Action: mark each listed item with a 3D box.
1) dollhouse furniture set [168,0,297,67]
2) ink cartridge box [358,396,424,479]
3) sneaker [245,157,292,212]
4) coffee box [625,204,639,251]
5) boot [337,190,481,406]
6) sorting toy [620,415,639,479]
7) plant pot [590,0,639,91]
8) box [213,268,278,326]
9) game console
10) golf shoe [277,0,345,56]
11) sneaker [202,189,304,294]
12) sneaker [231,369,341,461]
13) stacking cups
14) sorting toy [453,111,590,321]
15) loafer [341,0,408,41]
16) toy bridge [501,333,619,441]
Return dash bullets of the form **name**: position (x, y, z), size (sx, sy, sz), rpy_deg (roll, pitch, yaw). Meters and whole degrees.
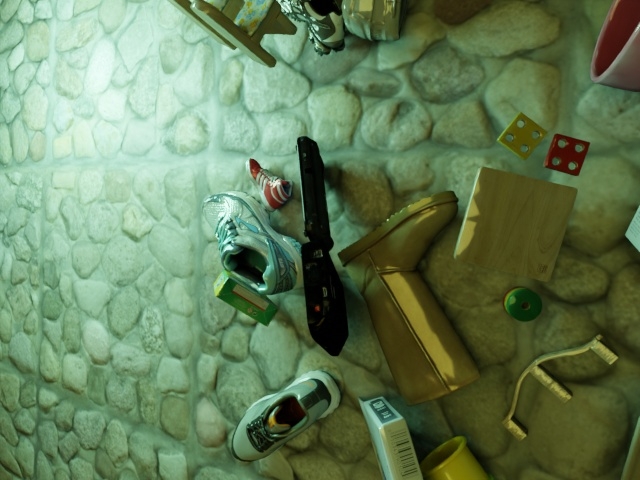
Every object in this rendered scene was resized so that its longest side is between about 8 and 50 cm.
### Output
- **dollhouse furniture set**: position (-0.161, -0.550, 0.680), size (0.394, 0.257, 0.361), rpy_deg (40, 100, 39)
- **ink cartridge box**: position (0.117, 0.353, 0.639), size (0.045, 0.208, 0.206), rpy_deg (-16, 82, -6)
- **sneaker**: position (-0.098, -0.122, 0.828), size (0.067, 0.042, 0.118), rpy_deg (-31, 82, 30)
- **coffee box**: position (0.437, -0.077, 0.404), size (0.141, 0.098, 0.246), rpy_deg (3, 124, 6)
- **boot**: position (0.170, 0.091, 0.654), size (0.236, 0.089, 0.269), rpy_deg (-37, 72, 36)
- **sorting toy**: position (0.449, 0.269, 0.453), size (0.196, 0.047, 0.347), rpy_deg (11, 124, 34)
- **plant pot**: position (0.433, -0.252, 0.449), size (0.181, 0.201, 0.201), rpy_deg (19, 100, 13)
- **box**: position (-0.143, 0.101, 0.778), size (0.105, 0.179, 0.043), rpy_deg (34, 80, -14)
- **game console**: position (0.000, 0.000, 0.701), size (0.044, 0.213, 0.360), rpy_deg (-9, 66, 6)
- **golf shoe**: position (-0.016, -0.427, 0.744), size (0.077, 0.094, 0.198), rpy_deg (-33, 76, -20)
- **sneaker**: position (-0.147, -0.002, 0.796), size (0.283, 0.122, 0.110), rpy_deg (37, 125, 26)
- **sneaker**: position (-0.088, 0.336, 0.785), size (0.271, 0.108, 0.100), rpy_deg (-44, 72, 24)
- **stacking cups**: position (0.267, 0.447, 0.594), size (0.096, 0.096, 0.316), rpy_deg (-42, 73, 23)
- **sorting toy**: position (0.269, -0.032, 0.592), size (0.133, 0.046, 0.274), rpy_deg (14, 97, 3)
- **loafer**: position (0.141, -0.475, 0.662), size (0.112, 0.112, 0.319), rpy_deg (25, 105, 15)
- **toy bridge**: position (0.324, 0.198, 0.594), size (0.063, 0.026, 0.188), rpy_deg (44, 110, 24)
